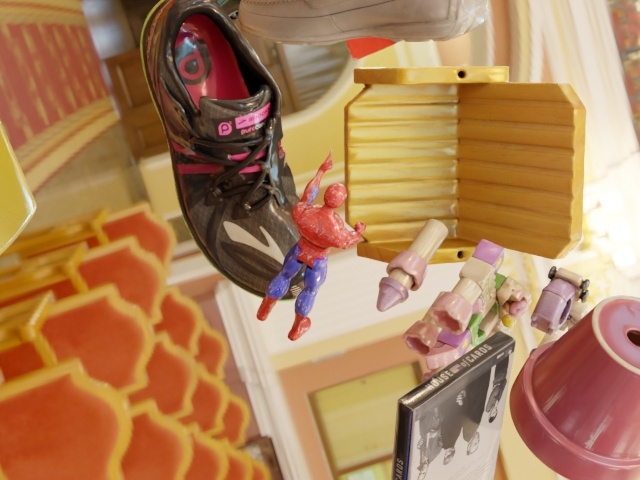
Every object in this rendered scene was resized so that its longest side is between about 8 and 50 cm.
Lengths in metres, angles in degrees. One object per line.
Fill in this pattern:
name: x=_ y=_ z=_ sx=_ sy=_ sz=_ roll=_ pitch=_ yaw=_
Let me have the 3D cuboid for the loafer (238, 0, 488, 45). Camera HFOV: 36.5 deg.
loafer: x=0.038 y=-0.282 z=1.090 sx=0.112 sy=0.319 sz=0.111 roll=-37 pitch=123 yaw=-49

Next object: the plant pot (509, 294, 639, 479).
plant pot: x=0.357 y=0.173 z=1.190 sx=0.180 sy=0.201 sz=0.201 roll=108 pitch=-28 yaw=-43

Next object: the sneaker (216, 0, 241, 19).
sneaker: x=-0.176 y=-0.416 z=1.527 sx=0.341 sy=0.125 sz=0.140 roll=24 pitch=-49 yaw=38

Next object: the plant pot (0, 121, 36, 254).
plant pot: x=-0.473 y=-0.047 z=1.107 sx=0.187 sy=0.212 sz=0.212 roll=-97 pitch=176 yaw=-54

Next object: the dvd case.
dvd case: x=0.149 y=0.239 z=1.115 sx=0.029 sy=0.179 sz=0.239 roll=29 pitch=-49 yaw=36

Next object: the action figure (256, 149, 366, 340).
action figure: x=0.000 y=0.000 z=1.277 sx=0.139 sy=0.091 sz=0.280 roll=-55 pitch=173 yaw=-38

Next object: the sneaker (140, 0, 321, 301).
sneaker: x=-0.131 y=-0.129 z=1.386 sx=0.483 sy=0.185 sz=0.202 roll=65 pitch=-13 yaw=-4

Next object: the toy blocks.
toy blocks: x=0.246 y=0.174 z=1.613 sx=0.309 sy=0.260 sz=0.288 roll=23 pitch=-29 yaw=28

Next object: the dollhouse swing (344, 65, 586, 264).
dollhouse swing: x=0.236 y=-0.121 z=1.666 sx=0.305 sy=0.315 sz=0.347 roll=-147 pitch=-125 yaw=-70

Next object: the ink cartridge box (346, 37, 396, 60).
ink cartridge box: x=0.100 y=-0.341 z=1.296 sx=0.045 sy=0.179 sz=0.145 roll=50 pitch=19 yaw=-68
